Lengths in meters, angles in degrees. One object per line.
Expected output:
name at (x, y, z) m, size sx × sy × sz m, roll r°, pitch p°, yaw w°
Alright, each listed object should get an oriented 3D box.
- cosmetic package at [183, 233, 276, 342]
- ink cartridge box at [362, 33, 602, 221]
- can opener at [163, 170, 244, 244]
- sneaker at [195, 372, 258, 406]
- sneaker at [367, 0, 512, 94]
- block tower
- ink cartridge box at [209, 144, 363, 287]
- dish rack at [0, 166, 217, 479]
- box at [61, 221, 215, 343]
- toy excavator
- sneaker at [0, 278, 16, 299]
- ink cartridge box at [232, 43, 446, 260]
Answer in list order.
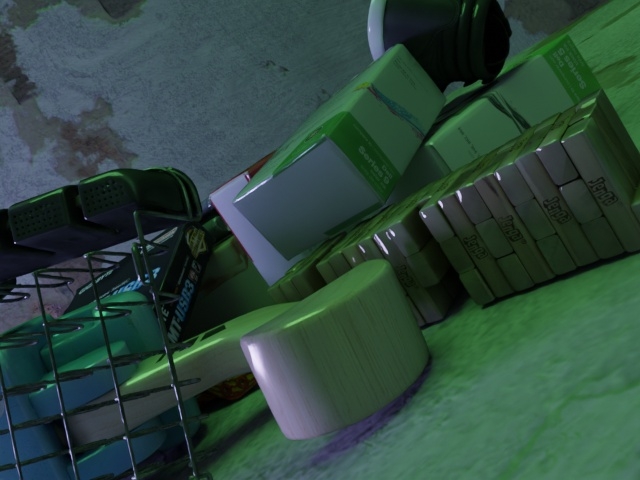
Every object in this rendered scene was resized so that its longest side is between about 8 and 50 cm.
cosmetic package at (-0.128, 0.053, 1.102) m, size 0.296 × 0.129 × 0.153 m, roll -29°, pitch 8°, yaw 36°
ink cartridge box at (0.188, -0.112, 0.811) m, size 0.272 × 0.115 × 0.198 m, roll -39°, pitch 9°, yaw -28°
can opener at (-0.157, -0.034, 1.084) m, size 0.280 × 0.074 × 0.093 m, roll -28°, pitch -24°, yaw 36°
sneaker at (-0.119, 0.146, 0.728) m, size 0.175 × 0.064 × 0.067 m, roll -26°, pitch 1°, yaw 35°
sneaker at (0.163, -0.217, 0.826) m, size 0.146 × 0.105 × 0.295 m, roll 12°, pitch -5°, yaw 19°
block tower at (0.104, 0.002, 0.539) m, size 0.335 × 0.097 × 0.091 m, roll -27°, pitch 10°, yaw 40°
ink cartridge box at (0.020, -0.060, 0.902) m, size 0.273 × 0.197 × 0.114 m, roll -40°, pitch 11°, yaw -36°
dish rack at (-0.159, 0.100, 0.409) m, size 0.208 × 0.272 × 0.074 m, roll -17°, pitch -10°, yaw 14°
box at (-0.307, 0.132, 0.982) m, size 0.295 × 0.073 × 0.293 m, roll -28°, pitch 32°, yaw 28°
toy excavator at (-0.172, 0.131, 0.593) m, size 0.444 × 0.223 × 0.433 m, roll -27°, pitch 7°, yaw -12°
sneaker at (-0.393, 0.058, 0.584) m, size 0.223 × 0.098 × 0.083 m, roll -28°, pitch 6°, yaw -9°
ink cartridge box at (0.026, -0.097, 0.702) m, size 0.154 × 0.093 × 0.212 m, roll -30°, pitch 20°, yaw 43°
